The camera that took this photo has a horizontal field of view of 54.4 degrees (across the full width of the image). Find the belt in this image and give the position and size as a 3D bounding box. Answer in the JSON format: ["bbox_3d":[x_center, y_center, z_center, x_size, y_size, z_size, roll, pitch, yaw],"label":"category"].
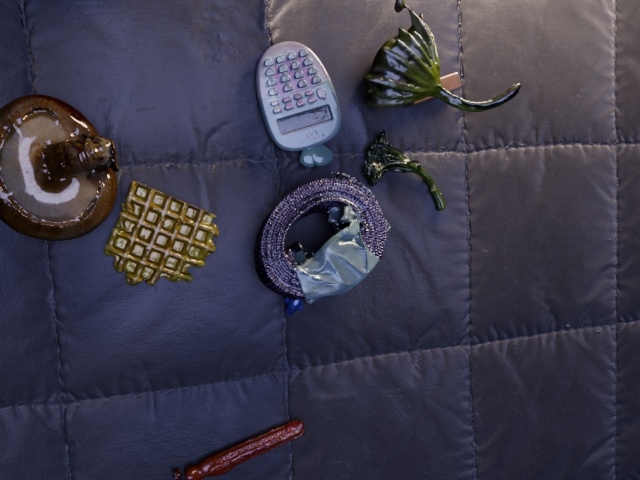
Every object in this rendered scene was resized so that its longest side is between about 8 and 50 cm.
[{"bbox_3d":[0.000,0.000,1.438,0.325,0.122,0.260,-35,90,-19],"label":"belt"}]

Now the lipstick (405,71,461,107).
[{"bbox_3d":[0.276,-0.375,1.547,0.145,0.045,0.045,-22,99,-13],"label":"lipstick"}]

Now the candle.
[{"bbox_3d":[-0.189,0.512,1.493,0.329,0.048,0.051,-19,142,-15],"label":"candle"}]

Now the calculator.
[{"bbox_3d":[-0.050,-0.314,1.456,0.185,0.041,0.299,-21,99,-14],"label":"calculator"}]

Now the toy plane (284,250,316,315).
[{"bbox_3d":[-0.041,0.105,1.494,0.054,0.062,0.167,29,79,-7],"label":"toy plane"}]

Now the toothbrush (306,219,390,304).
[{"bbox_3d":[0.069,0.054,1.540,0.288,0.024,0.026,-45,120,-9],"label":"toothbrush"}]

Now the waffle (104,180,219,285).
[{"bbox_3d":[-0.353,0.010,1.386,0.229,0.057,0.219,24,88,-19],"label":"waffle"}]

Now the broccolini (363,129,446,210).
[{"bbox_3d":[0.210,-0.144,1.551,0.271,0.062,0.123,39,93,-20],"label":"broccolini"}]

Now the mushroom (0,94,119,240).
[{"bbox_3d":[-0.543,-0.147,1.261,0.278,0.163,0.297,-18,100,-6],"label":"mushroom"}]

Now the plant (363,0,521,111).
[{"bbox_3d":[0.258,-0.366,1.420,0.333,0.180,0.251,35,93,13],"label":"plant"}]
